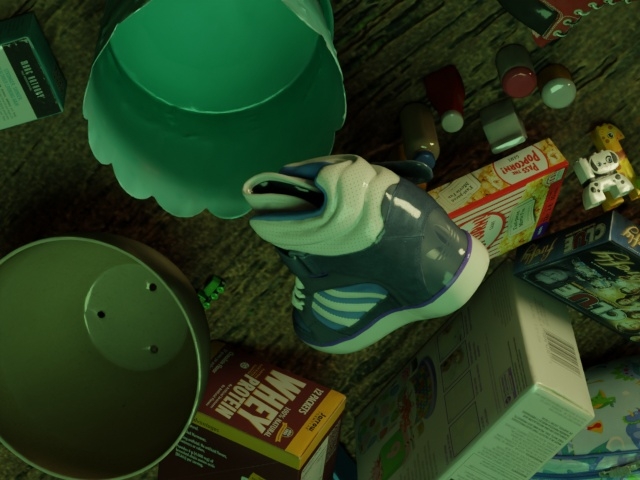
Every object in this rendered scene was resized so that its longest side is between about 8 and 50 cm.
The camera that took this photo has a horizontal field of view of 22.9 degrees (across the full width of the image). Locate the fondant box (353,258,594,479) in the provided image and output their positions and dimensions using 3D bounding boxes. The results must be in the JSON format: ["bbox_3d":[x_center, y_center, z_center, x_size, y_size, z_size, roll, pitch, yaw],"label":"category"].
[{"bbox_3d":[0.175,0.218,1.922,0.096,0.238,0.330,30,120,-22],"label":"fondant box"}]

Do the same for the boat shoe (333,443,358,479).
[{"bbox_3d":[0.017,0.346,2.113,0.089,0.109,0.258,-21,109,21],"label":"boat shoe"}]

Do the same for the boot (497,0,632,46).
[{"bbox_3d":[0.312,-0.260,1.649,0.244,0.088,0.176,24,126,5],"label":"boot"}]

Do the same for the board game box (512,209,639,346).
[{"bbox_3d":[0.374,0.054,1.881,0.243,0.042,0.165,28,150,-26],"label":"board game box"}]

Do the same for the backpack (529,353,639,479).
[{"bbox_3d":[0.384,0.275,1.978,0.355,0.290,0.273,-24,117,22],"label":"backpack"}]

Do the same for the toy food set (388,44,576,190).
[{"bbox_3d":[0.172,-0.127,1.747,0.232,0.104,0.111,-23,125,14],"label":"toy food set"}]

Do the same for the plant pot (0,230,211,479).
[{"bbox_3d":[-0.245,0.112,1.826,0.284,0.191,0.284,3,105,13],"label":"plant pot"}]

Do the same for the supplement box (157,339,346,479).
[{"bbox_3d":[-0.090,0.264,1.965,0.191,0.129,0.194,22,128,17],"label":"supplement box"}]

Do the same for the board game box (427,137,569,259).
[{"bbox_3d":[0.177,-0.025,1.784,0.193,0.045,0.147,-24,152,-18],"label":"board game box"}]

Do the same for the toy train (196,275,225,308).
[{"bbox_3d":[-0.147,0.075,1.935,0.023,0.017,0.083,36,118,-15],"label":"toy train"}]

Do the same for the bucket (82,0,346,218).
[{"bbox_3d":[-0.109,-0.183,1.641,0.281,0.183,0.281,-2,128,-2],"label":"bucket"}]

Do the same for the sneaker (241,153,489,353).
[{"bbox_3d":[0.000,0.000,1.646,0.236,0.130,0.322,34,153,-22],"label":"sneaker"}]

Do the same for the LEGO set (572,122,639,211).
[{"bbox_3d":[0.365,-0.104,1.789,0.227,0.093,0.087,-21,167,-20],"label":"LEGO set"}]

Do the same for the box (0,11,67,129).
[{"bbox_3d":[-0.408,-0.162,1.713,0.244,0.060,0.101,-15,127,8],"label":"box"}]
